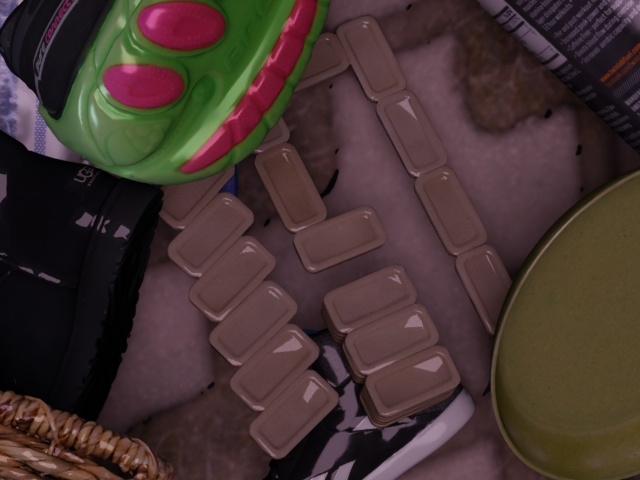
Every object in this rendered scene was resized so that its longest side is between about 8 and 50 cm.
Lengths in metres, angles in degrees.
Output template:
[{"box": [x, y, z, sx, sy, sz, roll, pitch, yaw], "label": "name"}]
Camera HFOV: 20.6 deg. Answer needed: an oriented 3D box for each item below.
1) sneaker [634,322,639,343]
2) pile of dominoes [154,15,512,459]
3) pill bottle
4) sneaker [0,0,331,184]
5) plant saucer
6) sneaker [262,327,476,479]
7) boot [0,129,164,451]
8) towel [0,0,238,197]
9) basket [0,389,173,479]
[{"box": [0.189, 0.020, 1.180, 0.043, 0.040, 0.109, -6, 95, 2], "label": "sneaker"}, {"box": [0.000, 0.000, 1.143, 0.196, 0.040, 0.251, -23, 77, -13], "label": "pile of dominoes"}, {"box": [0.170, -0.172, 1.115, 0.245, 0.130, 0.130, 42, 93, -5], "label": "pill bottle"}, {"box": [-0.040, -0.269, 1.041, 0.202, 0.185, 0.483, 24, 77, 39], "label": "sneaker"}, {"box": [0.204, 0.046, 1.133, 0.241, 0.037, 0.241, -15, 124, -23], "label": "plant saucer"}, {"box": [-0.015, 0.131, 1.175, 0.217, 0.079, 0.121, -38, 92, -5], "label": "sneaker"}, {"box": [-0.225, 0.024, 1.134, 0.207, 0.094, 0.246, 24, 123, 7], "label": "boot"}, {"box": [-0.193, -0.122, 1.165, 0.285, 0.034, 0.209, 2, 96, -1], "label": "towel"}, {"box": [-0.254, 0.168, 1.102, 0.299, 0.213, 0.223, 19, 92, -2], "label": "basket"}]
